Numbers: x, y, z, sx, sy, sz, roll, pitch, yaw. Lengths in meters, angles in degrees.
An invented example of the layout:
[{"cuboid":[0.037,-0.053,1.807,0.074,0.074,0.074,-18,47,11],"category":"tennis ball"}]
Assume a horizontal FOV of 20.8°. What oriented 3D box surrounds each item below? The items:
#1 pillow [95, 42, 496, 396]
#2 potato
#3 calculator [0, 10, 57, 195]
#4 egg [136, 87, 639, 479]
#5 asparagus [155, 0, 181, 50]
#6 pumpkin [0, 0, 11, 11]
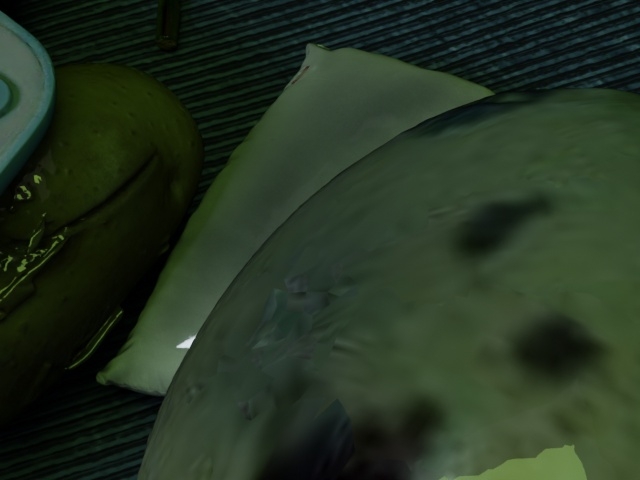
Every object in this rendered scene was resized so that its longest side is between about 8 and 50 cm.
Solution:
[{"cuboid":[0.001,0.001,0.966,0.144,0.078,0.254,25,66,14],"category":"pillow"},{"cuboid":[-0.165,0.004,0.929,0.248,0.169,0.143,-44,99,-21],"category":"potato"},{"cuboid":[-0.303,-0.016,0.833,0.256,0.054,0.386,33,66,27],"category":"calculator"},{"cuboid":[0.094,0.120,0.750,0.345,0.345,0.428,10,58,8],"category":"egg"},{"cuboid":[-0.092,-0.176,1.099,0.018,0.015,0.127,6,63,-4],"category":"asparagus"},{"cuboid":[-0.284,-0.191,1.037,0.220,0.162,0.220,1,59,-1],"category":"pumpkin"}]
